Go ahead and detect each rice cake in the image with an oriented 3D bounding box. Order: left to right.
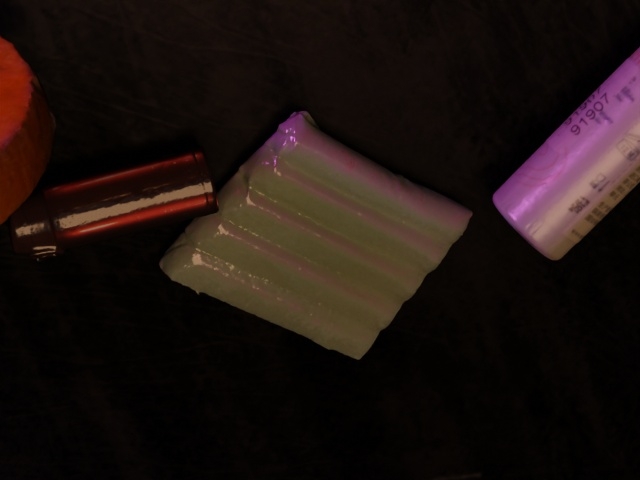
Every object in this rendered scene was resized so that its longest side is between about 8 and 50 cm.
[{"bbox_3d":[0.000,0.000,1.520,0.198,0.037,0.189,34,106,-28],"label":"rice cake"}]

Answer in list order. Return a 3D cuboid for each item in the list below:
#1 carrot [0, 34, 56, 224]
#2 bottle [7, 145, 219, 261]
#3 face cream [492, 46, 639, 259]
[{"bbox_3d":[-0.338,-0.062,1.267,0.307,0.258,0.100,-14,136,-2],"label":"carrot"},{"bbox_3d":[-0.165,-0.027,1.446,0.164,0.060,0.060,-14,121,-7],"label":"bottle"},{"bbox_3d":[0.261,-0.102,1.513,0.082,0.082,0.269,37,102,-30],"label":"face cream"}]
